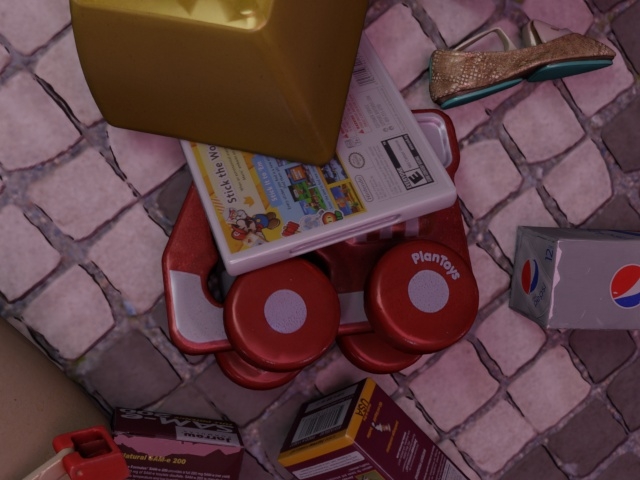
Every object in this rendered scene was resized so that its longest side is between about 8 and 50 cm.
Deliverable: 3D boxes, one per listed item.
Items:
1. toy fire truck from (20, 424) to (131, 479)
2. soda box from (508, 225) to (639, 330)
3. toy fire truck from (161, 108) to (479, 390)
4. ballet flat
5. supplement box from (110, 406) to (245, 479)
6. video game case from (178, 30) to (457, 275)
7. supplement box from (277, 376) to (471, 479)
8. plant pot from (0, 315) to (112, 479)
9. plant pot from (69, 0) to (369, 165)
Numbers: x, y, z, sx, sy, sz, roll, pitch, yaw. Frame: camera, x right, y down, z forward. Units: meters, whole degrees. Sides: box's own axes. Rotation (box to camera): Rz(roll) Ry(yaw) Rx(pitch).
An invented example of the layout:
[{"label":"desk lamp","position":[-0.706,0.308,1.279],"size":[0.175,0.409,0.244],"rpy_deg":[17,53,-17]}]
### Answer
[{"label":"toy fire truck","position":[-0.234,0.238,0.635],"size":[0.192,0.047,0.135],"rpy_deg":[-22,121,-26]},{"label":"soda box","position":[0.357,0.042,0.909],"size":[0.286,0.091,0.098],"rpy_deg":[2,100,-14]},{"label":"toy fire truck","position":[0.000,0.000,0.794],"size":[0.302,0.169,0.254],"rpy_deg":[-5,74,-12]},{"label":"ballet flat","position":[0.204,-0.189,0.848],"size":[0.206,0.073,0.067],"rpy_deg":[-15,88,-15]},{"label":"supplement box","position":[-0.164,0.297,0.828],"size":[0.130,0.073,0.240],"rpy_deg":[11,97,-15]},{"label":"video game case","position":[-0.018,-0.092,0.750],"size":[0.206,0.026,0.227],"rpy_deg":[-18,58,-11]},{"label":"supplement box","position":[0.063,0.240,0.850],"size":[0.104,0.081,0.188],"rpy_deg":[-30,111,39]},{"label":"plant pot","position":[-0.324,0.156,0.695],"size":[0.274,0.256,0.256],"rpy_deg":[36,89,-33]},{"label":"plant pot","position":[-0.079,-0.201,0.653],"size":[0.212,0.187,0.212],"rpy_deg":[12,81,8]}]
